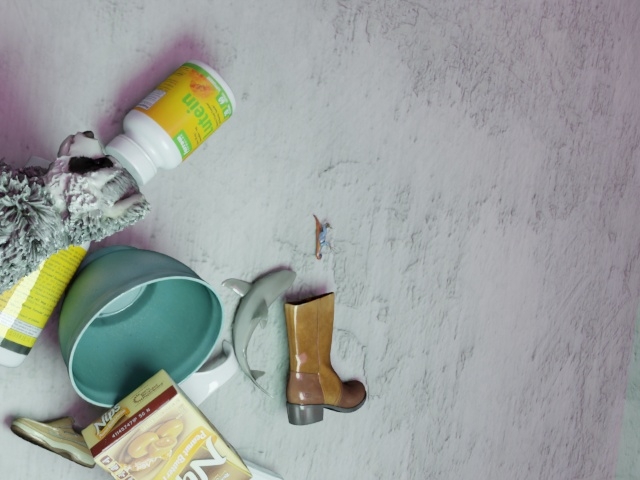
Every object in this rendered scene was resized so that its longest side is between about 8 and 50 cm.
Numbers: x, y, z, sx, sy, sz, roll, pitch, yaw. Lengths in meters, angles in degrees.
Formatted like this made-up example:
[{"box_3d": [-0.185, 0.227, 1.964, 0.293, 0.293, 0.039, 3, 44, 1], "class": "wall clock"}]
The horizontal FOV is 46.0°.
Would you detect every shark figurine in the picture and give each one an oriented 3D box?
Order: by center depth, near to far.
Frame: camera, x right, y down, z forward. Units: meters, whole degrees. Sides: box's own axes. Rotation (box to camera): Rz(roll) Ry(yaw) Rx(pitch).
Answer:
[{"box_3d": [-0.137, 0.187, 1.621, 0.166, 0.116, 0.278, 17, 83, -33], "class": "shark figurine"}]

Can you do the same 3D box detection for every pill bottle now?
[{"box_3d": [-0.517, 0.032, 1.293, 0.188, 0.188, 0.334, 35, 75, -32], "class": "pill bottle"}, {"box_3d": [-0.290, -0.223, 1.453, 0.245, 0.136, 0.136, -48, 119, -21], "class": "pill bottle"}]

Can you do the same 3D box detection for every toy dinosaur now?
[{"box_3d": [0.000, 0.000, 1.751, 0.090, 0.047, 0.082, 33, 84, 1], "class": "toy dinosaur"}]

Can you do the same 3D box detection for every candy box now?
[{"box_3d": [-0.280, 0.407, 1.427, 0.183, 0.087, 0.316, -37, 131, -10], "class": "candy box"}]

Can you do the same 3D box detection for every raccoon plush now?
[{"box_3d": [-0.450, 0.038, 1.158, 0.299, 0.216, 0.446, 15, 109, -23], "class": "raccoon plush"}]

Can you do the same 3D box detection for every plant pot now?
[{"box_3d": [-0.352, 0.131, 1.382, 0.293, 0.196, 0.293, -25, 137, -26], "class": "plant pot"}]

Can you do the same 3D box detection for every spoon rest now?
[{"box_3d": [-0.281, 0.301, 1.548, 0.276, 0.084, 0.137, -30, 113, -29], "class": "spoon rest"}]

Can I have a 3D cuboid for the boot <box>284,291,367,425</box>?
[{"box_3d": [0.012, 0.258, 1.736, 0.264, 0.096, 0.280, -3, 93, -43], "class": "boot"}]

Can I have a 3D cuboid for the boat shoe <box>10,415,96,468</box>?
[{"box_3d": [-0.494, 0.365, 1.428, 0.190, 0.068, 0.072, 44, 58, -40], "class": "boat shoe"}]

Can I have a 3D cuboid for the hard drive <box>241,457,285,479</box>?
[{"box_3d": [-0.247, 0.539, 1.598, 0.307, 0.040, 0.203, 34, 91, -33], "class": "hard drive"}]
